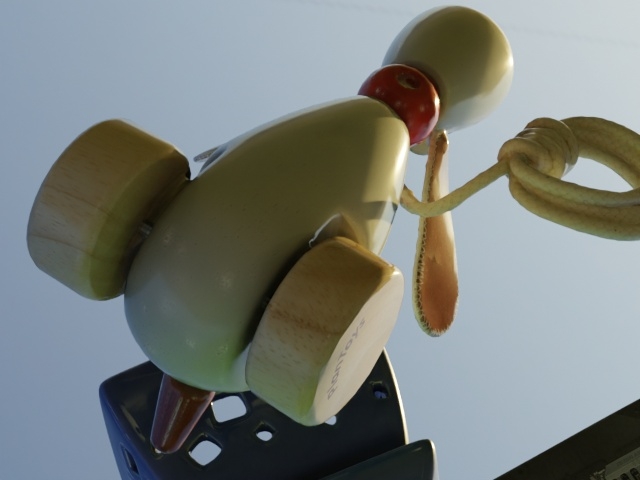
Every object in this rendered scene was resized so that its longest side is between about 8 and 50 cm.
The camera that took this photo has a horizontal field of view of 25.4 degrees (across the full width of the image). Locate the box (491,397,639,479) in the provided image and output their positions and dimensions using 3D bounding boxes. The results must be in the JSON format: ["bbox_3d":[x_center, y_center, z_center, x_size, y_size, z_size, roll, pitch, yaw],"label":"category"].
[{"bbox_3d":[0.166,0.172,0.550,0.183,0.059,0.233,-27,-112,-14],"label":"box"}]

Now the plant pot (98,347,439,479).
[{"bbox_3d":[-0.023,0.215,1.153,0.236,0.236,0.212,-20,-137,-14],"label":"plant pot"}]

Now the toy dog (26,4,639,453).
[{"bbox_3d":[0.000,0.000,0.738,0.333,0.161,0.220,-17,-129,-38],"label":"toy dog"}]
